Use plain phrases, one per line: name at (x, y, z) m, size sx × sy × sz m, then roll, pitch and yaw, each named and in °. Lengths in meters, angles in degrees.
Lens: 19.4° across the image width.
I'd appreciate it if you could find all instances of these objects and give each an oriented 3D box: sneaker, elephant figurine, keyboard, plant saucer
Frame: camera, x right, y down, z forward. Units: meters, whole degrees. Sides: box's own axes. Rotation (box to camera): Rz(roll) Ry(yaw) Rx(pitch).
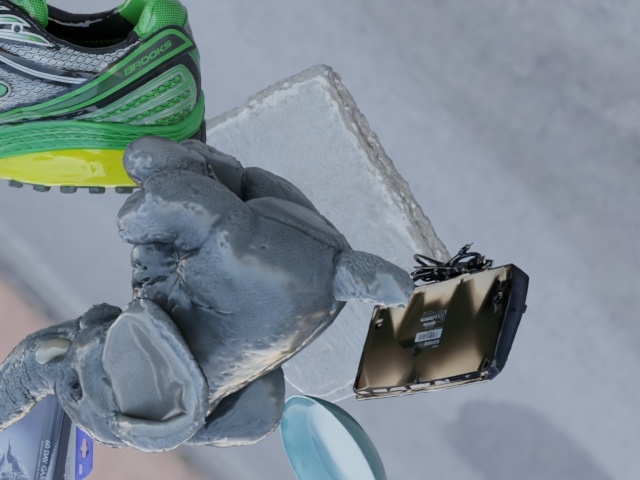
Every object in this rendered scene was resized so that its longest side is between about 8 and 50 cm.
sneaker at (-0.248, -0.115, 1.248) m, size 0.134 × 0.343 × 0.146 m, roll -120°, pitch 29°, yaw -62°
elephant figurine at (-0.092, 0.069, 1.170) m, size 0.169 × 0.239 × 0.186 m, roll 20°, pitch -167°, yaw -27°
keyboard at (0.085, 0.053, 1.173) m, size 0.038 × 0.100 × 0.192 m, roll 22°, pitch 164°, yaw -21°
plant saucer at (0.014, 0.161, 1.366) m, size 0.119 × 0.021 × 0.119 m, roll 39°, pitch 144°, yaw 35°

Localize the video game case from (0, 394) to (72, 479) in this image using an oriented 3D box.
video game case at (-0.375, 0.225, 1.808) m, size 0.274 × 0.196 × 0.026 m, roll 4°, pitch 170°, yaw 22°

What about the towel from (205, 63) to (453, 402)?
towel at (0.000, 0.000, 1.557) m, size 0.187 × 0.049 × 0.282 m, roll -23°, pitch 110°, yaw 25°

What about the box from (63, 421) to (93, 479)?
box at (-0.292, 0.204, 1.861) m, size 0.136 × 0.081 × 0.028 m, roll 2°, pitch -179°, yaw 1°
